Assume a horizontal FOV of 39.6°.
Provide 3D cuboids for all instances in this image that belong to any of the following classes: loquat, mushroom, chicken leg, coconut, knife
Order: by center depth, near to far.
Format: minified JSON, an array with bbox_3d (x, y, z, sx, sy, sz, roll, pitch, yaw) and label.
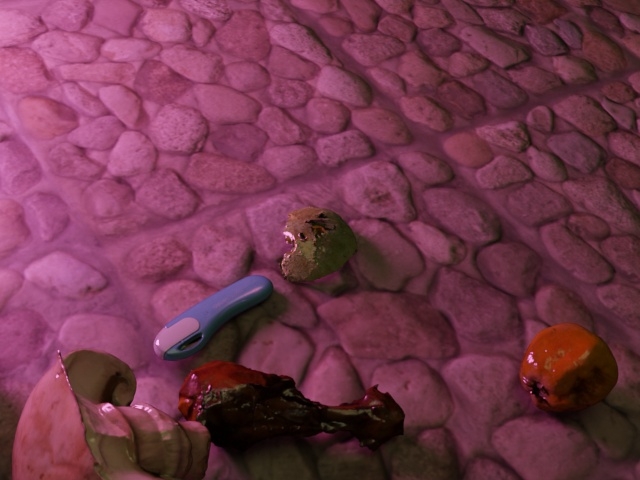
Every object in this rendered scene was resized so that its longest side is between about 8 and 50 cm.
[{"bbox_3d":[-0.242,0.263,1.004,0.195,0.189,0.253,21,27,-52],"label":"mushroom"},{"bbox_3d":[-0.035,0.227,1.156,0.305,0.093,0.113,11,62,-15],"label":"chicken leg"},{"bbox_3d":[0.351,0.185,1.270,0.137,0.113,0.137,0,66,-1],"label":"loquat"},{"bbox_3d":[-0.150,0.109,1.272,0.064,0.031,0.222,34,44,24],"label":"knife"},{"bbox_3d":[-0.001,-0.004,1.403,0.133,0.055,0.158,3,47,-10],"label":"coconut"}]
